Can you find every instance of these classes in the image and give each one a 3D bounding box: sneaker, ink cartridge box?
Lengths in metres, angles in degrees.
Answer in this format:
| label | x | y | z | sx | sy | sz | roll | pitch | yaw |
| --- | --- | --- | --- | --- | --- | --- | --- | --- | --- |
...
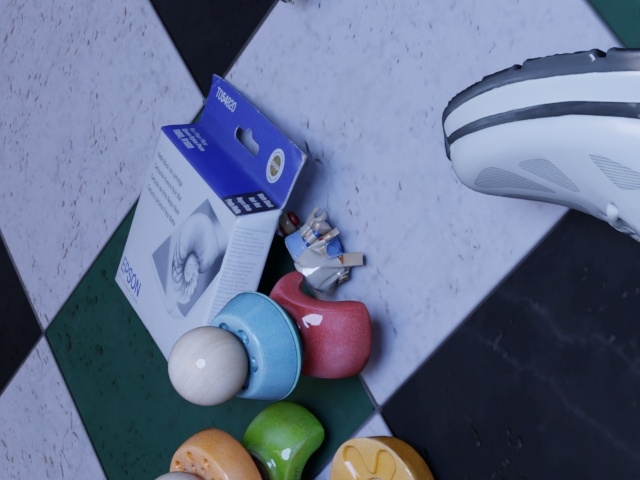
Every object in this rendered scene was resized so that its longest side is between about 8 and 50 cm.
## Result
| label | x | y | z | sx | sy | sz | roll | pitch | yaw |
| --- | --- | --- | --- | --- | --- | --- | --- | --- | --- |
| sneaker | 0.247 | 0.024 | 0.817 | 0.448 | 0.169 | 0.257 | 4 | 90 | 44 |
| ink cartridge box | -0.106 | -0.015 | 1.237 | 0.223 | 0.045 | 0.224 | 45 | 120 | 56 |

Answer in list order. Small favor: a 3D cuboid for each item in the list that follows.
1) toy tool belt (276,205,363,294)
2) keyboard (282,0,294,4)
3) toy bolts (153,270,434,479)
| label | x | y | z | sx | sy | sz | roll | pitch | yaw |
| --- | --- | --- | --- | --- | --- | --- | --- | --- | --- |
| toy tool belt | 0.000 | 0.000 | 1.170 | 0.051 | 0.052 | 0.083 | -35 | 61 | 10 |
| keyboard | -0.072 | -0.312 | 1.216 | 0.317 | 0.033 | 0.201 | 13 | 94 | 33 |
| toy bolts | -0.035 | 0.155 | 1.083 | 0.218 | 0.158 | 0.228 | 18 | 115 | 42 |
